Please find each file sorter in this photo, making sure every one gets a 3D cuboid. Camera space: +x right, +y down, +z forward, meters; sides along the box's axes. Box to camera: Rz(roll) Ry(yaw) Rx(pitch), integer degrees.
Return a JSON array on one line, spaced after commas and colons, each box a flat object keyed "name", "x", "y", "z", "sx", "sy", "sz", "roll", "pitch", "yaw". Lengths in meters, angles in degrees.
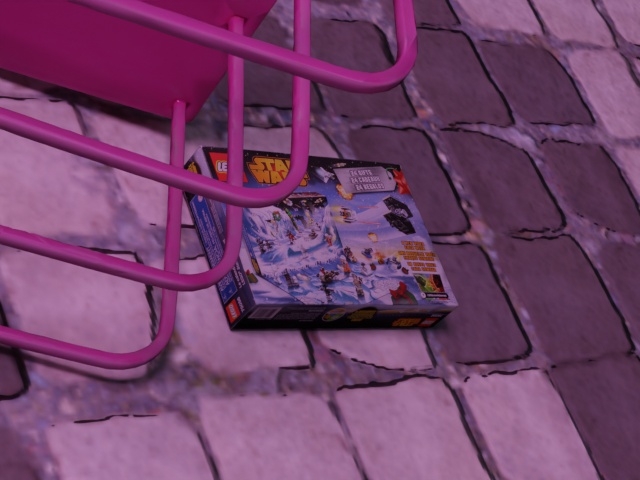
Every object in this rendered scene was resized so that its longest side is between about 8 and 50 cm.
[{"name": "file sorter", "x": -0.084, "y": -0.103, "z": 0.582, "sx": 0.202, "sy": 0.290, "sz": 0.182, "roll": 16, "pitch": 50, "yaw": -24}]

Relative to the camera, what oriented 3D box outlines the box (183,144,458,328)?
[{"name": "box", "x": 0.000, "y": 0.000, "z": 0.776, "sx": 0.137, "sy": 0.027, "sz": 0.094, "roll": 3, "pitch": 56, "yaw": -39}]
